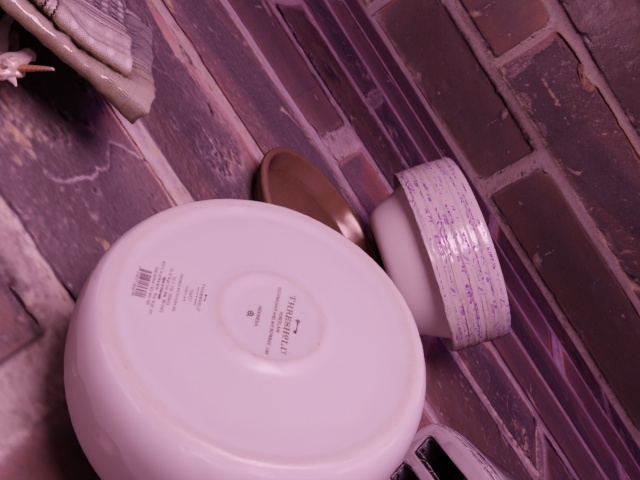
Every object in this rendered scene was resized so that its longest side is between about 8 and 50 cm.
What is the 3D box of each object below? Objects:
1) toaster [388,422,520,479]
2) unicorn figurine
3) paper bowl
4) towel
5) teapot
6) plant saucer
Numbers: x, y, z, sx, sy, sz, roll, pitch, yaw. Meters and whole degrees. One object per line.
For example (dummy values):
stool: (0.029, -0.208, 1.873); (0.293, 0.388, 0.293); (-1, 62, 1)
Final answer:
toaster: (0.161, 0.296, 0.745); (0.146, 0.129, 0.227); (44, 2, -27)
unicorn figurine: (-0.279, -0.182, 0.565); (0.162, 0.060, 0.111); (34, 28, -14)
paper bowl: (0.166, 0.028, 1.043); (0.284, 0.148, 0.284); (-17, 90, -87)
towel: (-0.266, -0.274, 0.614); (0.324, 0.056, 0.312); (45, 10, -34)
teapot: (-0.061, 0.111, 0.487); (0.256, 0.187, 0.252); (-22, 60, -42)
plant saucer: (0.000, 0.000, 0.938); (0.278, 0.041, 0.277); (45, 26, -29)
